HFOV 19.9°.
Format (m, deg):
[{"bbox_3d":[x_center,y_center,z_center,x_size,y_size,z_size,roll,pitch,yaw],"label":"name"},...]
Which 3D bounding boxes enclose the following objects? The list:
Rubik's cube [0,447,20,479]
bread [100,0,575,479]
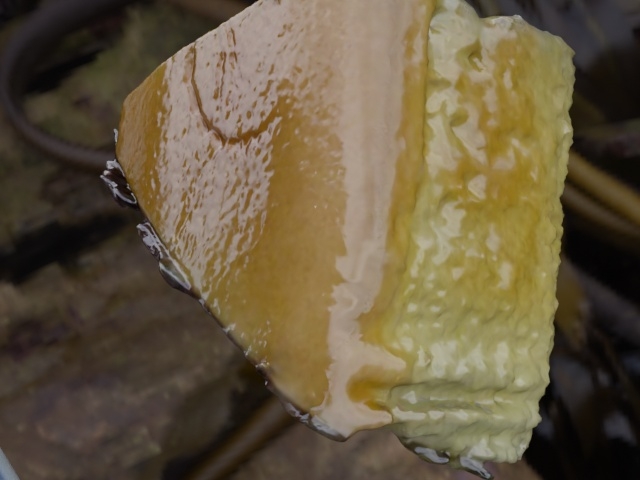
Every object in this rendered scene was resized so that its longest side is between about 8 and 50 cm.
[{"bbox_3d":[-0.287,0.069,0.438,0.346,0.344,0.347,-32,12,-19],"label":"Rubik's cube"},{"bbox_3d":[0.000,0.000,0.684,0.160,0.140,0.169,-6,74,48],"label":"bread"}]
